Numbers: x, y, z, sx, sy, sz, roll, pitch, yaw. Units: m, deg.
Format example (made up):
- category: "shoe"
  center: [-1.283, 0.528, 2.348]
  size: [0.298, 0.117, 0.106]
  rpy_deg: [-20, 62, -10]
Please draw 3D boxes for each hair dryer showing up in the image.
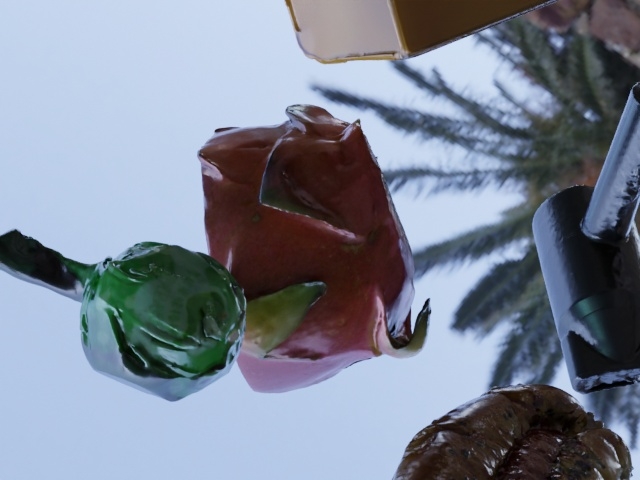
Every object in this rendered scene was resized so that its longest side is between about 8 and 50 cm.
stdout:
- category: "hair dryer"
  center: [0.312, -0.009, 1.180]
  size: [0.116, 0.302, 0.244]
  rpy_deg: [0, -137, -4]

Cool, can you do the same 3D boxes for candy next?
- category: "candy"
  center: [-0.197, 0.005, 0.701]
  size: [0.323, 0.097, 0.097]
  rpy_deg: [22, -140, 5]

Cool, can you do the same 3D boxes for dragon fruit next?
- category: "dragon fruit"
  center: [0.000, 0.000, 1.129]
  size: [0.189, 0.291, 0.291]
  rpy_deg: [-12, -133, 5]

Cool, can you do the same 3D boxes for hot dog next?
- category: "hot dog"
  center: [0.127, 0.177, 0.794]
  size: [0.144, 0.075, 0.268]
  rpy_deg: [40, -143, 14]

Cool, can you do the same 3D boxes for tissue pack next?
- category: "tissue pack"
  center: [0.104, -0.267, 0.906]
  size: [0.274, 0.145, 0.194]
  rpy_deg: [-25, -75, -30]
